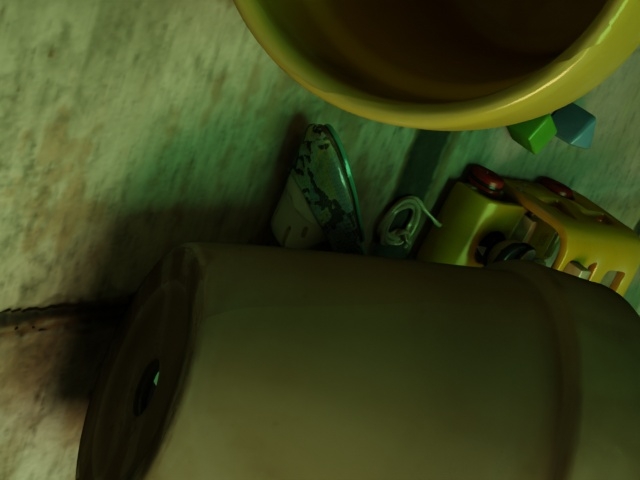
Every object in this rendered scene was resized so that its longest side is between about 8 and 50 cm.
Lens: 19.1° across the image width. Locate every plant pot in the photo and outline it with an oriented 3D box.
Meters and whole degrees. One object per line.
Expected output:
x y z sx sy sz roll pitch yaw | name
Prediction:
0.011 0.132 1.200 0.280 0.323 0.323 22 105 -20 | plant pot
0.101 -0.188 1.095 0.254 0.254 0.239 -62 160 14 | plant pot

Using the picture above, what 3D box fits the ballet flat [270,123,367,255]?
0.000 0.000 1.291 0.070 0.070 0.188 -39 140 -19 | ballet flat

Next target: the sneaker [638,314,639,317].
0.206 0.164 1.659 0.104 0.095 0.236 18 102 -47 | sneaker

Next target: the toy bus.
0.159 0.013 1.446 0.202 0.104 0.191 -38 143 -20 | toy bus
